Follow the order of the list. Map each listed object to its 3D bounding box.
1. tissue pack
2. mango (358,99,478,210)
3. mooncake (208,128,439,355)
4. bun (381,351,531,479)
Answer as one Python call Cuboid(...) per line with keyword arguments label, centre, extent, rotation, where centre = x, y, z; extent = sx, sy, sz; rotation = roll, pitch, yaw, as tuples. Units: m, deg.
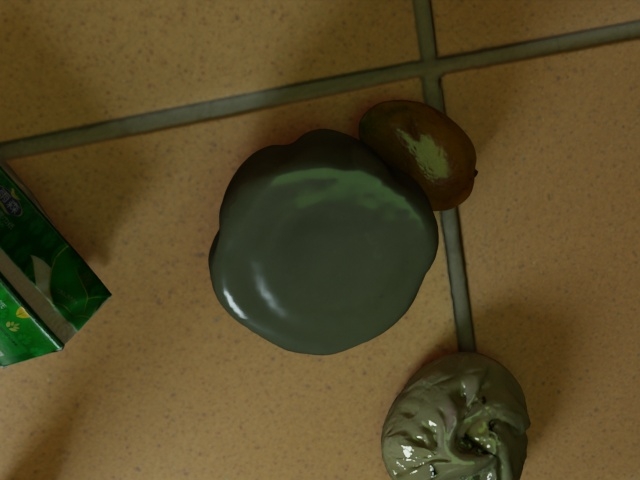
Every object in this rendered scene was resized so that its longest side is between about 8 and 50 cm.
Cuboid(label="tissue pack", centre=(-0.352, 0.014, 1.241), extent=(0.209, 0.148, 0.156), rotation=(53, 48, -18))
Cuboid(label="mango", centre=(0.126, -0.110, 1.348), extent=(0.115, 0.089, 0.165), rotation=(-32, 106, 6))
Cuboid(label="mooncake", centre=(0.000, 0.000, 1.297), extent=(0.275, 0.135, 0.275), rotation=(-1, 116, -1))
Cuboid(label="bun", centre=(0.185, 0.270, 1.442), extent=(0.210, 0.116, 0.237), rotation=(-15, 106, -9))
